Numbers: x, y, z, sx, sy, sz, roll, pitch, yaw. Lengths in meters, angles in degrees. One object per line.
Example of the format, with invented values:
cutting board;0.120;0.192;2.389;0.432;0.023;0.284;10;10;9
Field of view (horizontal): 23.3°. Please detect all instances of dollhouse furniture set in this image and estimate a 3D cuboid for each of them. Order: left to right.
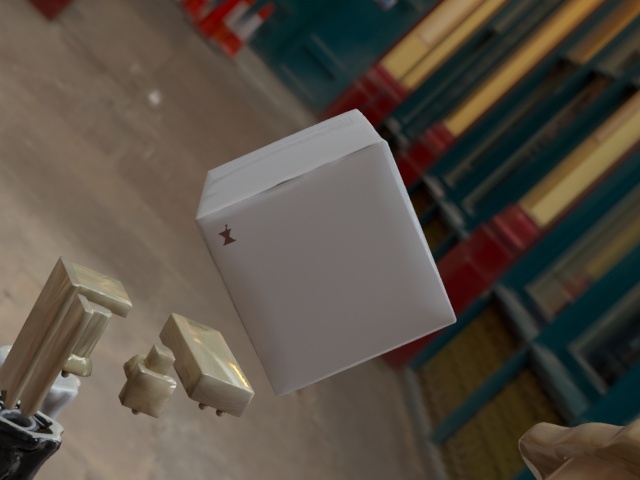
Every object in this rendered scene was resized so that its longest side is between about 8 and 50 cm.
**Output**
dollhouse furniture set;-0.165;0.120;1.284;0.151;0.123;0.144;24;13;-27

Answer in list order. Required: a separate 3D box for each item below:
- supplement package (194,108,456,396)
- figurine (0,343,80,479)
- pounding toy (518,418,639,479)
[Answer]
supplement package;0.000;0.000;0.860;0.179;0.105;0.105;-100;168;-80
figurine;-0.314;0.221;1.431;0.092;0.209;0.215;28;11;-8
pounding toy;0.162;0.130;0.612;0.154;0.155;0.269;51;-14;-2
